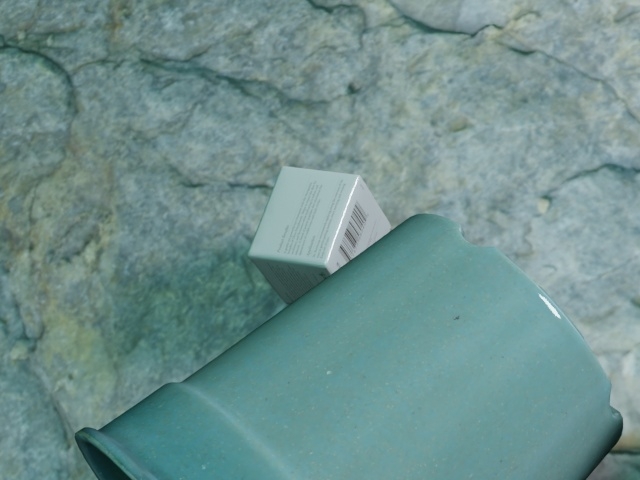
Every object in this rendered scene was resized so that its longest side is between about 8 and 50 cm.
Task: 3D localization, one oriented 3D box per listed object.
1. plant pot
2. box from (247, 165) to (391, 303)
[{"bbox_3d":[0.039,0.174,1.461,0.334,0.341,0.341,-41,52,-14],"label":"plant pot"},{"bbox_3d":[0.000,0.000,1.714,0.087,0.102,0.101,8,64,26],"label":"box"}]
